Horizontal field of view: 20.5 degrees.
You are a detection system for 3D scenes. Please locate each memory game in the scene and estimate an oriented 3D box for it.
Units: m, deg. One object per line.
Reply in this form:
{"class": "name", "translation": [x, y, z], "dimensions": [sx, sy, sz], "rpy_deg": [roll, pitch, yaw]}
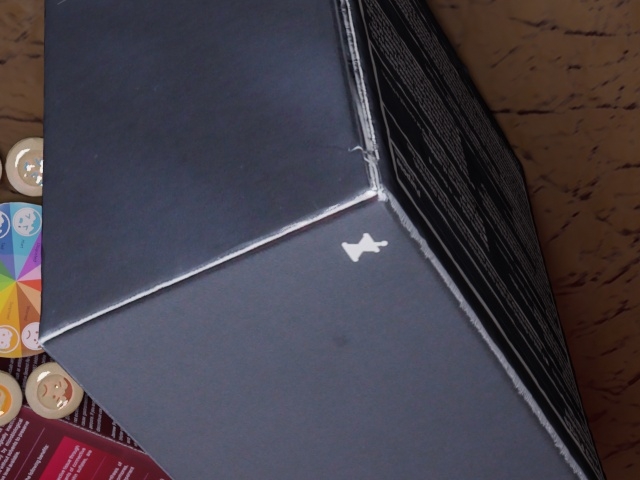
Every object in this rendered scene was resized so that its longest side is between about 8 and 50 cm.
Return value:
{"class": "memory game", "translation": [-0.189, 0.027, 1.092], "dimensions": [0.186, 0.012, 0.186], "rpy_deg": [-2, 101, -13]}

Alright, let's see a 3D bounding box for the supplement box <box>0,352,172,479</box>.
{"class": "supplement box", "translation": [-0.182, 0.151, 1.183], "dimensions": [0.239, 0.073, 0.130], "rpy_deg": [24, 118, -17]}

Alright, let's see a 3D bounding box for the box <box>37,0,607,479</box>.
{"class": "box", "translation": [0.000, 0.000, 0.926], "dimensions": [0.182, 0.294, 0.296], "rpy_deg": [-25, 132, 14]}
